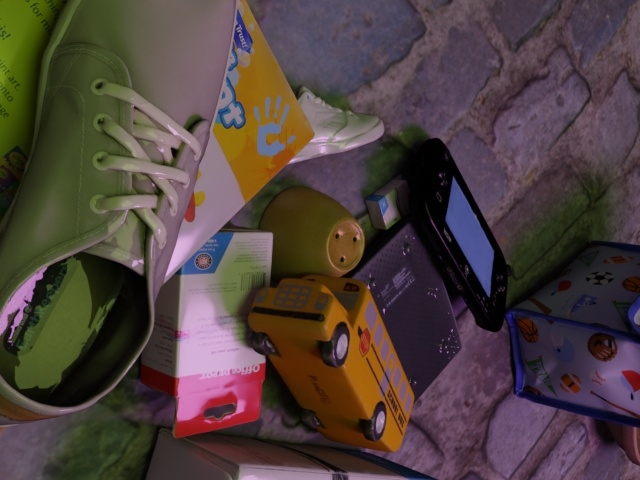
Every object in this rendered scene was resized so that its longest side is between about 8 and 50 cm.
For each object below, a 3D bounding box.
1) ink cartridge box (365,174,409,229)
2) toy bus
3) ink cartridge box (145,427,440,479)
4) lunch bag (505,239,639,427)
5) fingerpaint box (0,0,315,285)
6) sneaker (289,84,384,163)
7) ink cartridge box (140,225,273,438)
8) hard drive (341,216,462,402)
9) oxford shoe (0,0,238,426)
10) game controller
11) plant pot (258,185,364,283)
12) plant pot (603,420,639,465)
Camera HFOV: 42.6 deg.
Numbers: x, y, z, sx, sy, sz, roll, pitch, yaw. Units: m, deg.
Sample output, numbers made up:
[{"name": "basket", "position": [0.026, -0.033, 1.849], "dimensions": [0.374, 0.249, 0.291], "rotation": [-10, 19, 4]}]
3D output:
[{"name": "ink cartridge box", "position": [0.107, -0.057, 1.197], "dimensions": [0.083, 0.028, 0.048], "rotation": [-37, 121, -34]}, {"name": "toy bus", "position": [0.025, 0.155, 1.042], "dimensions": [0.130, 0.108, 0.333], "rotation": [-66, 148, -33]}, {"name": "ink cartridge box", "position": [-0.047, 0.410, 1.037], "dimensions": [0.395, 0.166, 0.286], "rotation": [21, 82, -44]}, {"name": "lunch bag", "position": [0.576, 0.157, 1.432], "dimensions": [0.327, 0.385, 0.239], "rotation": [-31, 117, -35]}, {"name": "fingerpaint box", "position": [-0.256, -0.168, 0.744], "dimensions": [0.371, 0.163, 0.445], "rotation": [-48, 126, -26]}, {"name": "sneaker", "position": [-0.004, -0.154, 1.051], "dimensions": [0.212, 0.080, 0.094], "rotation": [-19, 98, -39]}, {"name": "ink cartridge box", "position": [-0.134, 0.100, 0.962], "dimensions": [0.134, 0.078, 0.231], "rotation": [-1, 98, -45]}, {"name": "hard drive", "position": [0.118, 0.109, 1.219], "dimensions": [0.172, 0.054, 0.255], "rotation": [-42, 123, -30]}, {"name": "oxford shoe", "position": [-0.159, -0.056, 0.657], "dimensions": [0.169, 0.130, 0.450], "rotation": [30, 77, -40]}, {"name": "game controller", "position": [0.220, -0.002, 1.263], "dimensions": [0.319, 0.067, 0.166], "rotation": [54, 28, -34]}, {"name": "plant pot", "position": [0.000, 0.000, 1.060], "dimensions": [0.134, 0.095, 0.134], "rotation": [-8, 102, -42]}, {"name": "plant pot", "position": [0.678, 0.356, 1.751], "dimensions": [0.237, 0.109, 0.237], "rotation": [-8, 101, -42]}]
